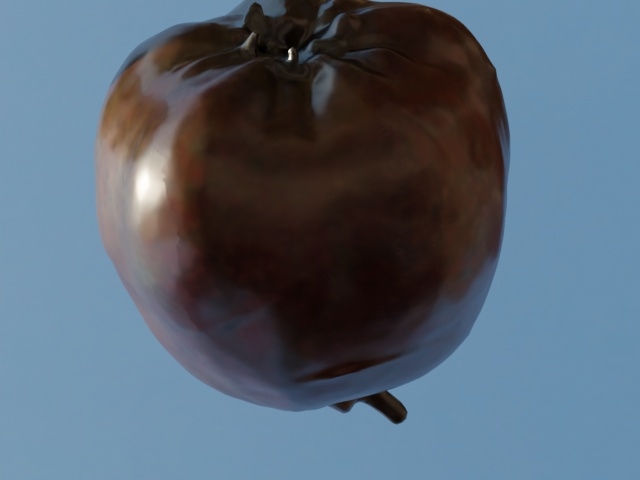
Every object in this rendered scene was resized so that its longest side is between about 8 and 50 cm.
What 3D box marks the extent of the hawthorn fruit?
[{"bbox_3d":[0.000,0.000,0.946,0.208,0.208,0.248,-30,-55,-26],"label":"hawthorn fruit"}]
